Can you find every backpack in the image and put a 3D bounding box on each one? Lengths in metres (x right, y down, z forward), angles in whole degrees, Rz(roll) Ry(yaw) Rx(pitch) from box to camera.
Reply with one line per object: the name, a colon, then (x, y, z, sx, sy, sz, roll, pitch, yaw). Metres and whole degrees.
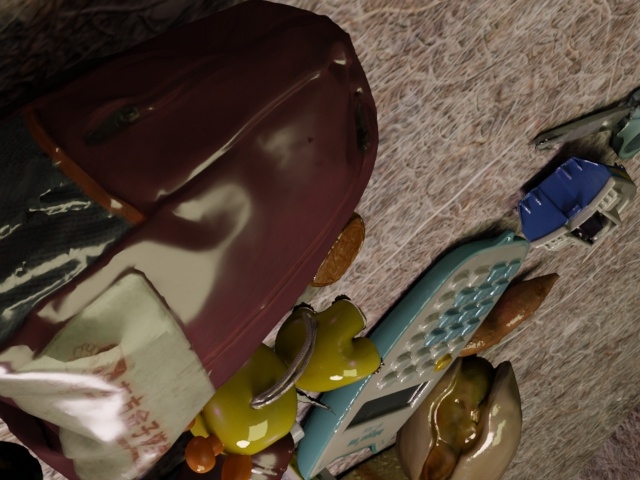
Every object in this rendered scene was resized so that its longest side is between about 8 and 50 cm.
backpack: (-0.102, -0.021, 1.007, 0.317, 0.197, 0.283, -45, 162, -11)

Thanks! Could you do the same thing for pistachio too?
pistachio: (0.200, 0.258, 2.298, 0.197, 0.166, 0.288, -58, 172, -45)

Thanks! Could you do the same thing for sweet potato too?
sweet potato: (0.241, 0.103, 2.198, 0.218, 0.051, 0.065, -31, 156, -29)

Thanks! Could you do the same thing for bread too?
bread: (0.063, 0.428, 2.425, 0.240, 0.135, 0.178, -23, 153, -51)
bread: (0.000, 0.000, 1.480, 0.085, 0.053, 0.085, -46, 158, -24)

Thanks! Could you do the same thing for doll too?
doll: (-0.055, 0.143, 1.571, 0.221, 0.143, 0.135, -29, -168, -37)

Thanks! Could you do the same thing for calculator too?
calculator: (0.119, 0.129, 2.010, 0.386, 0.054, 0.256, -52, 159, 24)

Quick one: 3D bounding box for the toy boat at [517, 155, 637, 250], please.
toy boat: (0.332, -0.038, 2.012, 0.129, 0.088, 0.295, -41, 166, 14)

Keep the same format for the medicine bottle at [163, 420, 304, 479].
medicine bottle: (-0.116, 0.263, 1.827, 0.220, 0.061, 0.092, -38, 142, -15)

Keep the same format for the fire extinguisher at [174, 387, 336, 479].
fire extinguisher: (-0.087, 0.262, 1.730, 0.138, 0.102, 0.344, 20, 103, -35)

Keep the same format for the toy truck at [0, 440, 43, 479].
toy truck: (-0.294, 0.171, 0.972, 0.257, 0.127, 0.127, -3, 166, 12)

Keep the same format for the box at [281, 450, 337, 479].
box: (-0.067, 0.411, 2.084, 0.265, 0.168, 0.097, -49, 164, 14)

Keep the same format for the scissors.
scissors: (0.349, -0.141, 1.913, 0.360, 0.029, 0.191, -21, 153, -48)
